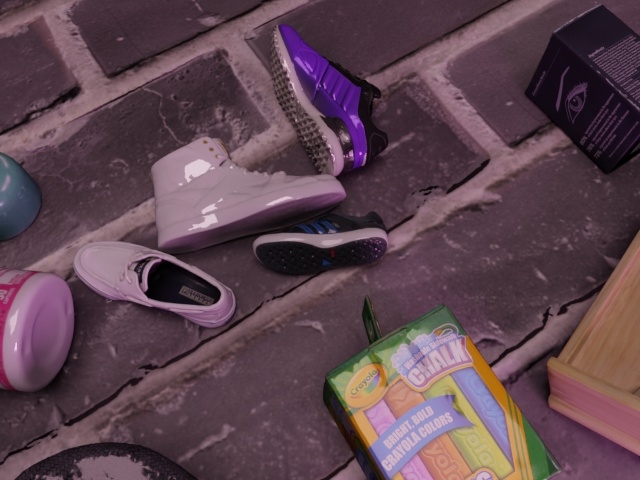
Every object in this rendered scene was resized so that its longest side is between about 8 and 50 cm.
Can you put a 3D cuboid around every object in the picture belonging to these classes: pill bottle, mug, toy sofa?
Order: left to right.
[{"bbox_3d":[-0.501,0.110,0.816,0.282,0.160,0.161,5,67,3],"label":"pill bottle"},{"bbox_3d":[-0.527,-0.069,0.929,0.157,0.097,0.130,-23,68,-10],"label":"mug"},{"bbox_3d":[0.466,0.109,0.833,0.150,0.177,0.363,26,67,38],"label":"toy sofa"}]

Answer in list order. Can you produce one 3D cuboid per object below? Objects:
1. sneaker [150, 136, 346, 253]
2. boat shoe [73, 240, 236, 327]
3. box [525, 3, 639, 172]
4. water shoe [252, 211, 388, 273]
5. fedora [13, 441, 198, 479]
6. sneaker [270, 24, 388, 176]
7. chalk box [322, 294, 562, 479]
[{"bbox_3d":[-0.119,-0.097,0.933,0.292,0.108,0.169,-14,70,-4],"label":"sneaker"},{"bbox_3d":[-0.246,0.049,0.881,0.258,0.084,0.095,14,68,6],"label":"boat shoe"},{"bbox_3d":[0.451,-0.239,0.964,0.108,0.153,0.207,-32,71,-13],"label":"box"},{"bbox_3d":[0.000,0.000,0.921,0.203,0.073,0.080,-2,40,0],"label":"water shoe"},{"bbox_3d":[-0.223,0.323,0.646,0.333,0.153,0.334,8,24,-4],"label":"fedora"},{"bbox_3d":[0.018,-0.243,1.007,0.146,0.102,0.294,-20,70,-16],"label":"sneaker"},{"bbox_3d":[0.115,0.209,0.759,0.179,0.180,0.289,-29,68,-12],"label":"chalk box"}]
